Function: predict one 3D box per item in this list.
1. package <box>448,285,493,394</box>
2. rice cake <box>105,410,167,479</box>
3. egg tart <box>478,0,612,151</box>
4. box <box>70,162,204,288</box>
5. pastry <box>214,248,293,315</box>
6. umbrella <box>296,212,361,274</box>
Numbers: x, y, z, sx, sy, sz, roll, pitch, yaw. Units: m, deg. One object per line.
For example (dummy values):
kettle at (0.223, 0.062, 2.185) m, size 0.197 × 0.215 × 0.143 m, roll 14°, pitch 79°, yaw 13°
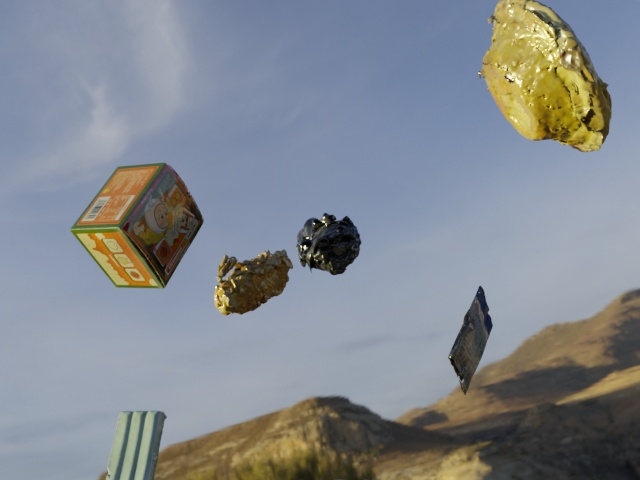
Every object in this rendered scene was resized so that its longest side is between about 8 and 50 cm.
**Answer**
package at (0.306, 0.203, 1.404) m, size 0.027 × 0.173 × 0.171 m, roll 10°, pitch -32°, yaw 32°
rice cake at (-0.432, 0.502, 1.614) m, size 0.127 × 0.237 × 0.043 m, roll -7°, pitch -42°, yaw 13°
egg tart at (0.353, -0.255, 1.151) m, size 0.116 × 0.295 × 0.295 m, roll -34°, pitch -21°, yaw -1°
box at (-0.367, -0.030, 1.441) m, size 0.148 × 0.195 × 0.178 m, roll -2°, pitch -46°, yaw 28°
pastry at (-0.184, 0.105, 1.852) m, size 0.102 × 0.154 × 0.250 m, roll 20°, pitch 29°, yaw 35°
umbrella at (0.008, -0.009, 1.694) m, size 0.154 × 0.128 × 0.336 m, roll -41°, pitch 15°, yaw 4°
